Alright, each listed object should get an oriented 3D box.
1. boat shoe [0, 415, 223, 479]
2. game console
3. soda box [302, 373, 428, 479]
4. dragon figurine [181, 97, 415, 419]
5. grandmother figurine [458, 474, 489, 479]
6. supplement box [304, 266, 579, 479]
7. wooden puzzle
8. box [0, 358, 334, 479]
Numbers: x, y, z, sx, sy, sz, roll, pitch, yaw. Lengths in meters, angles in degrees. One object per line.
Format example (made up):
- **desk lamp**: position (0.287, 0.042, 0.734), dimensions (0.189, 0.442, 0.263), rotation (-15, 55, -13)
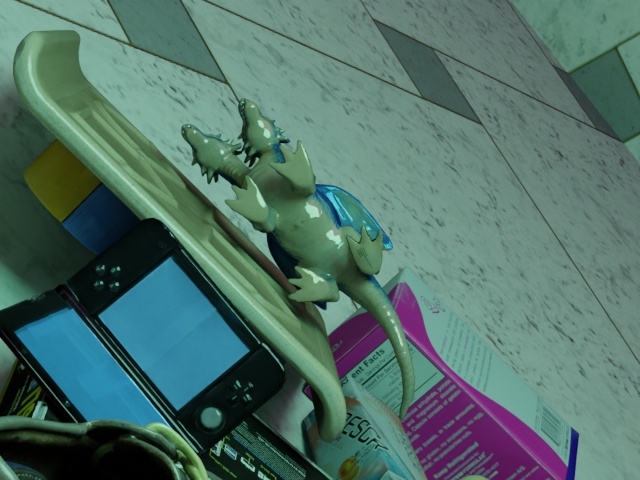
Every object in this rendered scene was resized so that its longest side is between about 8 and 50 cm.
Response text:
- **boat shoe**: position (-0.111, 0.145, 0.926), dimensions (0.116, 0.096, 0.324), rotation (53, 15, 22)
- **game console**: position (-0.109, 0.068, 1.119), dimensions (0.144, 0.124, 0.085), rotation (50, -5, 6)
- **soda box**: position (0.039, 0.177, 1.393), dimensions (0.063, 0.058, 0.183), rotation (40, 9, -22)
- **dragon figurine**: position (0.000, 0.000, 1.396), dimensions (0.289, 0.085, 0.144), rotation (49, 3, 4)
- **grandmother figurine**: position (0.136, 0.319, 1.343), dimensions (0.207, 0.104, 0.342), rotation (18, 28, 0)
- **supplement box**: position (0.107, 0.148, 1.549), dimensions (0.220, 0.114, 0.111), rotation (46, 22, -8)
- **wooden puzzle**: position (-0.115, -0.003, 1.359), dimensions (0.348, 0.080, 0.322), rotation (50, 3, -7)
- **box**: position (-0.075, 0.201, 1.163), dimensions (0.322, 0.079, 0.257), rotation (41, 24, -15)
